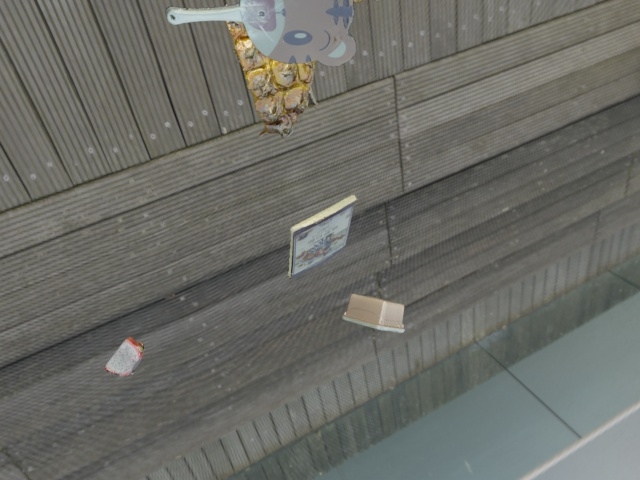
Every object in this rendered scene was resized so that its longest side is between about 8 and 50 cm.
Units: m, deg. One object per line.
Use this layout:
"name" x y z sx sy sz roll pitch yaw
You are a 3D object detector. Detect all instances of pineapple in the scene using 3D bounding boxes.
"pineapple" -0.067 -0.302 1.040 0.158 0.161 0.335 -19 152 -6

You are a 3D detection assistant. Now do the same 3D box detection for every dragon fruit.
"dragon fruit" -0.405 0.246 1.116 0.056 0.060 0.083 34 86 -5

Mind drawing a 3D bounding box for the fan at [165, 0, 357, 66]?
"fan" -0.067 -0.262 0.607 0.226 0.008 0.153 0 145 2

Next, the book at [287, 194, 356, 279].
"book" 0.001 0.001 1.162 0.157 0.026 0.231 -28 158 -18

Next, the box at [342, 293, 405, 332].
"box" 0.118 0.155 1.143 0.089 0.122 0.062 15 84 -41

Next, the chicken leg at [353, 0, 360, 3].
"chicken leg" 0.065 -0.432 0.866 0.087 0.251 0.107 -19 98 27
